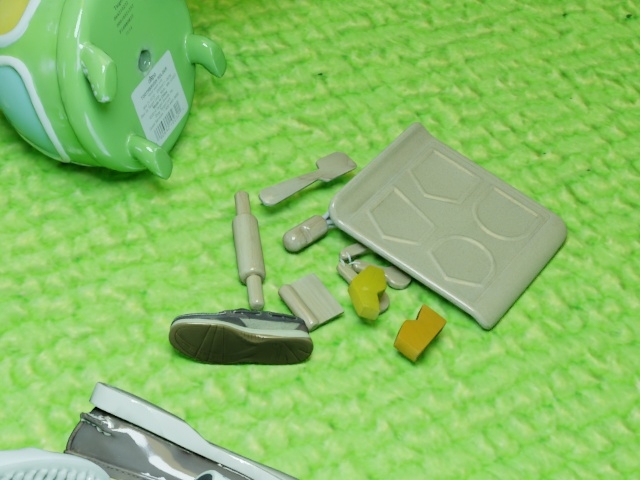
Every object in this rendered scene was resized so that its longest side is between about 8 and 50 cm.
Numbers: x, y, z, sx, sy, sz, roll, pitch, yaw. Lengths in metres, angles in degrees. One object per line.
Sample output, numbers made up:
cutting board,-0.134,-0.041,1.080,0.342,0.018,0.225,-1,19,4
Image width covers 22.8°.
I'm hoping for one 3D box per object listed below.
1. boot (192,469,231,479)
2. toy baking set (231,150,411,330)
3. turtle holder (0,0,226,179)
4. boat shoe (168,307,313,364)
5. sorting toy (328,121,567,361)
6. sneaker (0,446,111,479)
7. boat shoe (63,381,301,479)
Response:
boot,-0.094,0.343,1.342,0.176,0.088,0.244,40,74,-16
toy baking set,-0.006,0.001,1.777,0.197,0.030,0.256,1,50,-21
turtle holder,-0.276,-0.216,1.745,0.228,0.320,0.243,8,76,28
boat shoe,-0.084,0.096,1.640,0.152,0.056,0.049,10,37,-17
sorting toy,0.121,0.007,1.784,0.229,0.041,0.307,37,47,11
sneaker,-0.358,0.231,1.326,0.366,0.135,0.150,-7,22,-34
boat shoe,-0.080,0.242,1.450,0.324,0.116,0.096,28,84,-2
